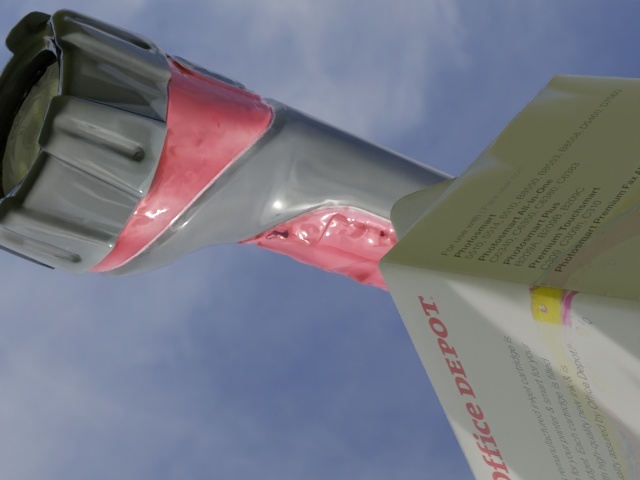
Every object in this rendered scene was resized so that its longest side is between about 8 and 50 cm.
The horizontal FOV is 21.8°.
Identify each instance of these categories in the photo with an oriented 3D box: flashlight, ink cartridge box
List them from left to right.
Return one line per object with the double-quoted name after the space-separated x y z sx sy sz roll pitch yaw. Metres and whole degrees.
0.000 0.000 0.713 0.103 0.304 0.103 -37 -138 40 "flashlight"
0.093 0.019 0.428 0.143 0.092 0.090 10 -135 43 "ink cartridge box"
